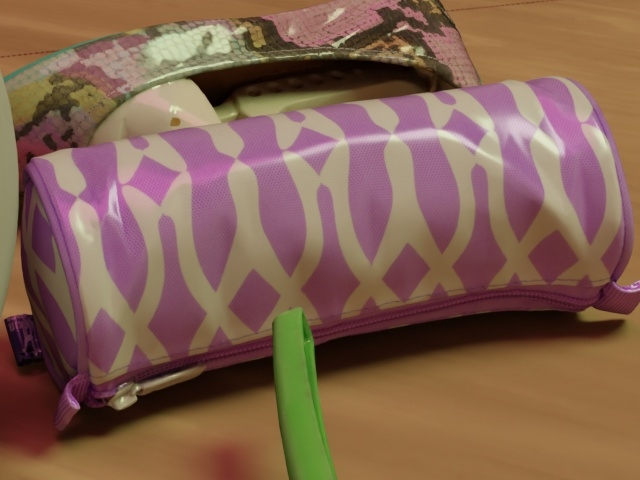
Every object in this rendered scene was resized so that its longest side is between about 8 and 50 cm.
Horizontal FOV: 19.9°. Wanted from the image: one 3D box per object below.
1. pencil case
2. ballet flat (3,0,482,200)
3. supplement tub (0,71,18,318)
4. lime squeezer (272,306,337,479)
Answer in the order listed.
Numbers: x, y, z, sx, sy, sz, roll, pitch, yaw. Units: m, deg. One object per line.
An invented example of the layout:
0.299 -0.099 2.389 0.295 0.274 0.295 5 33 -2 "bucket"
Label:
0.000 0.000 0.600 0.206 0.086 0.088 -12 62 -15 "pencil case"
-0.030 -0.049 0.724 0.221 0.077 0.079 -15 48 -25 "ballet flat"
-0.248 -0.017 0.529 0.272 0.191 0.191 9 28 23 "supplement tub"
0.046 0.087 0.412 0.310 0.059 0.110 21 67 49 "lime squeezer"
